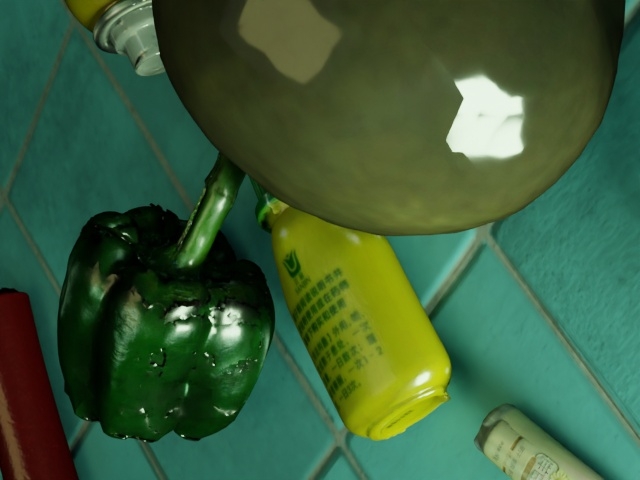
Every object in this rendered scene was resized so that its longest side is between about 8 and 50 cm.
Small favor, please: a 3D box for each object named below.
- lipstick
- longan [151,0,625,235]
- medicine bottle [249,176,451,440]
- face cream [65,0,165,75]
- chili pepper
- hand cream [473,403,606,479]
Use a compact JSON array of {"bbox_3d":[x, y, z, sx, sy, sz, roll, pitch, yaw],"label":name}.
[{"bbox_3d":[-0.306,0.171,1.592,0.080,0.080,0.241,-30,74,50],"label":"lipstick"},{"bbox_3d":[0.043,-0.138,0.917,0.297,0.297,0.297,14,109,49],"label":"longan"},{"bbox_3d":[0.000,0.000,1.177,0.111,0.076,0.309,-43,65,40],"label":"medicine bottle"},{"bbox_3d":[-0.202,-0.296,1.342,0.105,0.105,0.348,-45,63,46],"label":"face cream"},{"bbox_3d":[-0.125,0.037,1.277,0.174,0.165,0.261,49,131,49],"label":"chili pepper"},{"bbox_3d":[0.161,0.166,1.049,0.143,0.039,0.061,40,125,33],"label":"hand cream"}]
